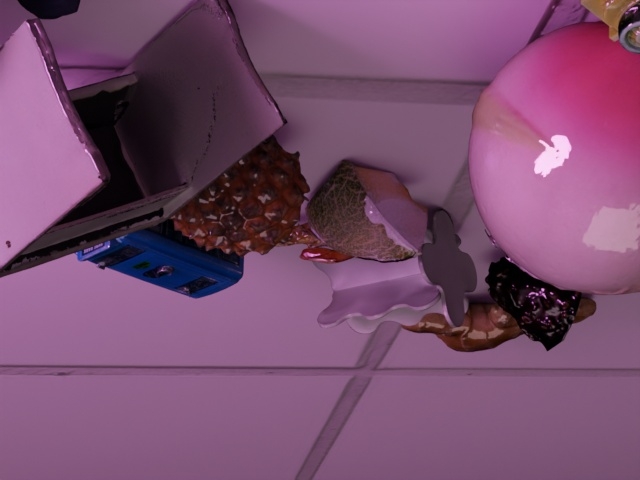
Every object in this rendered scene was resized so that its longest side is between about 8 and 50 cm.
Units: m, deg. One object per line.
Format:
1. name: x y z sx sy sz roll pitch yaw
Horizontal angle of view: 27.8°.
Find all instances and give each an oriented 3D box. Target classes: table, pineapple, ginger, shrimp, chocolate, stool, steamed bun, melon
1. table: 0.096 0.057 1.833 0.198 0.166 0.166 -13 154 30
2. pineapple: -0.116 -0.066 1.544 0.193 0.166 0.166 13 151 -33
3. ginger: 0.286 0.130 2.115 0.334 0.081 0.148 -6 140 4
4. shrimp: 0.002 0.006 1.783 0.162 0.095 0.045 -9 141 9
5. chocolate: 0.312 0.074 1.953 0.133 0.156 0.156 19 153 -3
6. stool: -0.222 -0.107 1.308 0.243 0.170 0.270 -22 174 -44
7. steamed bun: 0.306 -0.111 1.347 0.309 0.309 0.309 -3 155 -1
8. melon: 0.053 -0.052 1.700 0.202 0.093 0.139 14 140 37

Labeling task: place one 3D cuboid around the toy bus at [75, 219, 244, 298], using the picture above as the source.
1. toy bus: -0.212 -0.015 1.662 0.113 0.134 0.246 -21 151 33

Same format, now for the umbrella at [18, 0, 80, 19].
1. umbrella: -0.226 -0.291 1.161 0.071 0.071 0.248 6 147 -19

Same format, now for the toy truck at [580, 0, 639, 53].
1. toy truck: 0.336 -0.290 1.150 0.135 0.128 0.259 32 140 -31
